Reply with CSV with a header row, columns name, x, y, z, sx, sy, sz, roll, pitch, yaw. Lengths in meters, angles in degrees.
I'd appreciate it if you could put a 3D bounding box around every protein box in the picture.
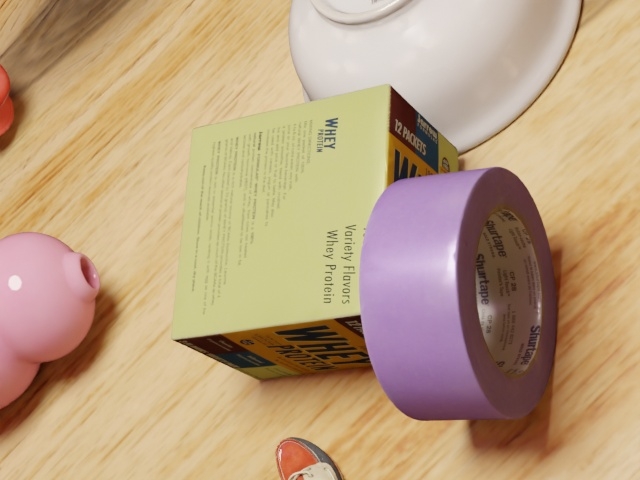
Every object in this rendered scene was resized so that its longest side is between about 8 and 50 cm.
name,x,y,z,sx,sy,sz,roll,pitch,yaw
protein box,0.000,0.000,1.061,0.201,0.136,0.200,-10,65,30

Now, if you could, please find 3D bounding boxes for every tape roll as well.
name,x,y,z,sx,sy,sz,roll,pitch,yaw
tape roll,0.109,0.042,0.939,0.080,0.189,0.189,-7,62,31

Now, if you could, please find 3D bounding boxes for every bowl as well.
name,x,y,z,sx,sy,sz,roll,pitch,yaw
bowl,0.078,-0.228,1.144,0.297,0.134,0.298,-16,57,27

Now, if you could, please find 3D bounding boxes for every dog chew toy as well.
name,x,y,z,sx,sy,sz,roll,pitch,yaw
dog chew toy,-0.373,0.093,1.234,0.331,0.206,0.207,-23,54,12

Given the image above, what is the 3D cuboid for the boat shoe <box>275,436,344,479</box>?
name,x,y,z,sx,sy,sz,roll,pitch,yaw
boat shoe,-0.004,0.211,1.018,0.049,0.043,0.137,-44,48,8

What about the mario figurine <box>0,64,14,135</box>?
name,x,y,z,sx,sy,sz,roll,pitch,yaw
mario figurine,-0.474,-0.120,1.490,0.320,0.170,0.198,-24,90,34
